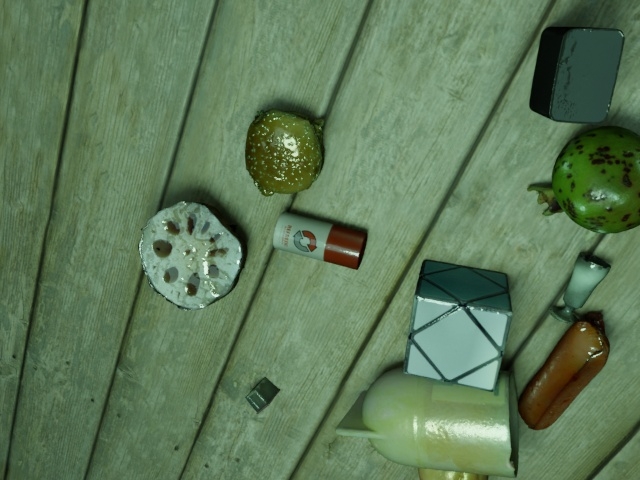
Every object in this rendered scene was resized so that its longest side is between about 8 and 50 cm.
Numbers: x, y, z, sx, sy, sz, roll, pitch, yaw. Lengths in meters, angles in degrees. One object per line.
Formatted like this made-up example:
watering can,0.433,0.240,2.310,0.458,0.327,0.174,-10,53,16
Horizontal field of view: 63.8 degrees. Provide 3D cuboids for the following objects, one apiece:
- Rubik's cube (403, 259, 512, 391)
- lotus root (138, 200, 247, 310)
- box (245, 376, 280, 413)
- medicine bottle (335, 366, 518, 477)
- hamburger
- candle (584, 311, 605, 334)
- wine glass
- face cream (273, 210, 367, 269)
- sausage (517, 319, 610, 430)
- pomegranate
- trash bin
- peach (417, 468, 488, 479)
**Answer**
Rubik's cube,0.311,0.187,1.172,0.205,0.205,0.207,10,111,13
lotus root,-0.301,0.028,1.312,0.272,0.192,0.272,2,99,12
box,-0.168,0.445,1.484,0.063,0.085,0.060,47,116,2
medicine bottle,0.259,0.428,1.250,0.406,0.236,0.235,-4,109,24
hamburger,-0.088,-0.195,1.195,0.189,0.122,0.215,16,116,8
candle,0.625,0.241,1.180,0.048,0.053,0.162,-18,112,-16
wine glass,0.570,0.108,1.135,0.072,0.072,0.155,20,114,9
face cream,0.000,0.000,1.255,0.214,0.096,0.095,15,114,11
sausage,0.558,0.316,1.187,0.102,0.102,0.330,22,126,8
pomegranate,0.534,-0.105,1.006,0.211,0.211,0.263,52,140,-6
trash bin,0.460,-0.301,0.930,0.115,0.225,0.165,8,112,13
peach,0.342,0.605,1.341,0.184,0.184,0.184,6,111,15
